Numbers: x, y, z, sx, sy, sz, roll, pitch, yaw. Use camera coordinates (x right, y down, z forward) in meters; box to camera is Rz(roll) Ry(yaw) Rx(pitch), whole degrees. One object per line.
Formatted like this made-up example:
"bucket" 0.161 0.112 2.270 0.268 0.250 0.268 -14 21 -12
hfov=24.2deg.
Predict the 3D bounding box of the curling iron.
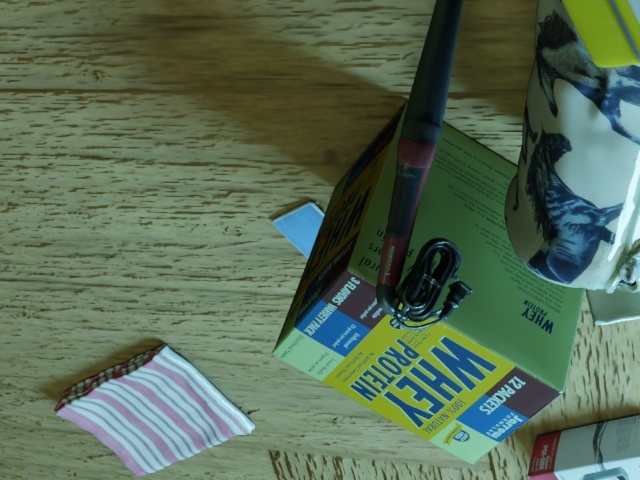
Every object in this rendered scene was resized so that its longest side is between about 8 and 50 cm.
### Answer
"curling iron" 0.084 -0.067 1.116 0.068 0.274 0.035 9 169 -19

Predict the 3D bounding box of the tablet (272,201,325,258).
"tablet" 0.000 0.000 1.379 0.054 0.006 0.083 -25 120 39

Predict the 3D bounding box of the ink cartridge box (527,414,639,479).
"ink cartridge box" 0.287 0.230 1.465 0.135 0.056 0.099 -18 124 35

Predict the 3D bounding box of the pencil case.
"pencil case" 0.226 -0.140 1.018 0.160 0.183 0.410 -10 137 -13

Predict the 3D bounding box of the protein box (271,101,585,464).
"protein box" 0.098 0.036 1.232 0.200 0.201 0.136 30 137 -10

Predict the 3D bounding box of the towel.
"towel" -0.182 0.191 1.629 0.197 0.029 0.144 -27 121 39

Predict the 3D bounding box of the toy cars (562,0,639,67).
"toy cars" 0.289 -0.096 0.798 0.393 0.087 0.176 27 140 20
